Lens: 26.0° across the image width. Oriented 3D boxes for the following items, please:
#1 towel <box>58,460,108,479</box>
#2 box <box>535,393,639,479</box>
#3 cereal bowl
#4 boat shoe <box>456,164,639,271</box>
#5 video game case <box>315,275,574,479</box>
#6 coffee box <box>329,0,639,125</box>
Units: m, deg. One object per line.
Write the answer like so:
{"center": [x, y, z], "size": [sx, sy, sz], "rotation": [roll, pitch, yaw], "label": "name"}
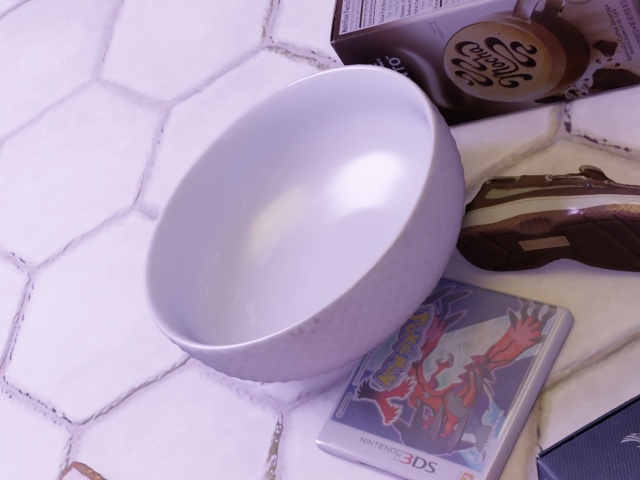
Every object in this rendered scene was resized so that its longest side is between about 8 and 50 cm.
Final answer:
{"center": [-0.261, 0.410, 1.291], "size": [0.271, 0.040, 0.370], "rotation": [25, 70, 39], "label": "towel"}
{"center": [0.303, 0.211, 1.051], "size": [0.183, 0.059, 0.232], "rotation": [-27, 45, -12], "label": "box"}
{"center": [0.000, 0.000, 1.347], "size": [0.339, 0.141, 0.339], "rotation": [-25, 41, 24], "label": "cereal bowl"}
{"center": [0.248, -0.033, 1.276], "size": [0.257, 0.095, 0.095], "rotation": [0, 52, 31], "label": "boat shoe"}
{"center": [0.113, 0.130, 1.282], "size": [0.183, 0.023, 0.201], "rotation": [14, 65, 37], "label": "video game case"}
{"center": [0.180, -0.223, 1.405], "size": [0.297, 0.168, 0.119], "rotation": [-11, 52, 25], "label": "coffee box"}
